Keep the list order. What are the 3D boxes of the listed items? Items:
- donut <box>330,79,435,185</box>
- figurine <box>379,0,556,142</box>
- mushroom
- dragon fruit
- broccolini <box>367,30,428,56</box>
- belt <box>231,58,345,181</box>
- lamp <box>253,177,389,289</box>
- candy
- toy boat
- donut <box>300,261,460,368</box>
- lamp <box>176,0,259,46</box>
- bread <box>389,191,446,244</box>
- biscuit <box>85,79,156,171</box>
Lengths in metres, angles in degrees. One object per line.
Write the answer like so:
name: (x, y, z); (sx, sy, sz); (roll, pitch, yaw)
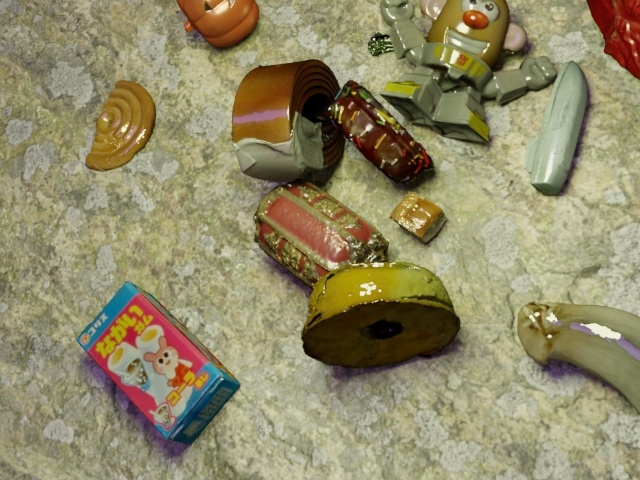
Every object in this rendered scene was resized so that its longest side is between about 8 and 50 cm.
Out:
donut: (0.108, -0.197, 1.554); (0.096, 0.216, 0.230); (-44, 78, 11)
figurine: (0.263, -0.351, 1.569); (0.285, 0.342, 0.167); (-64, 21, -8)
mushroom: (0.495, 0.211, 1.310); (0.397, 0.126, 0.177); (43, 97, 24)
dragon fruit: (0.677, -0.393, 1.453); (0.240, 0.302, 0.330); (-20, 79, -23)
broccolini: (0.203, -0.404, 1.692); (0.218, 0.044, 0.042); (2, 56, 15)
belt: (-0.055, -0.225, 1.557); (0.122, 0.338, 0.217); (-3, 103, 19)
lamp: (0.000, 0.000, 1.541); (0.274, 0.177, 0.177); (37, 86, 29)
candy: (-0.316, 0.233, 1.603); (0.306, 0.100, 0.157); (38, 88, 26)
toy boat: (0.431, -0.212, 1.515); (0.085, 0.078, 0.261); (6, 74, 45)
donut: (0.101, 0.125, 1.415); (0.272, 0.272, 0.107); (-13, 57, 15)
lamp: (-0.231, -0.509, 1.798); (0.164, 0.187, 0.188); (-40, 63, 3)
bread: (0.182, -0.044, 1.539); (0.083, 0.076, 0.070); (34, 88, 28)
biscuit: (-0.443, -0.257, 1.864); (0.144, 0.033, 0.224); (14, 77, 24)
